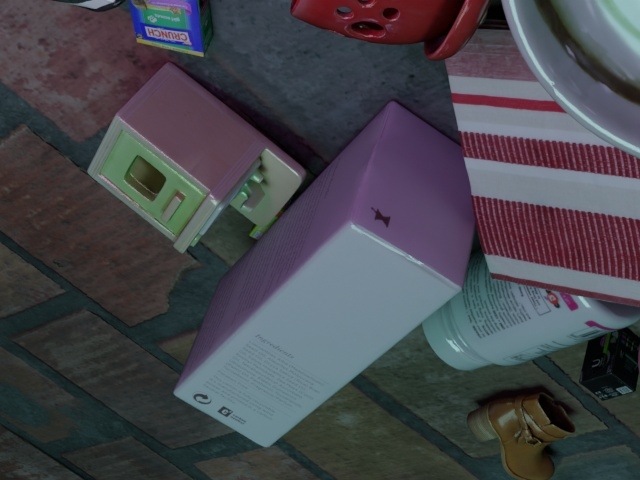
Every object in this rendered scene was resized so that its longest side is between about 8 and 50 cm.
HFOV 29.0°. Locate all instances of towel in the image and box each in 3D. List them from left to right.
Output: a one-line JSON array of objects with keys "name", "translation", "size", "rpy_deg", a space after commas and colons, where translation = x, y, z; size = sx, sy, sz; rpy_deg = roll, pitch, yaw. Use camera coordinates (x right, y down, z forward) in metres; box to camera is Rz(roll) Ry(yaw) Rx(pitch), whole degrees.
[{"name": "towel", "translation": [0.260, -0.085, 1.345], "size": [0.237, 0.037, 0.329], "rpy_deg": [11, 127, 40]}]

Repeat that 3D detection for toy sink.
[{"name": "toy sink", "translation": [-0.164, -0.085, 1.608], "size": [0.234, 0.131, 0.153], "rpy_deg": [39, 144, -4]}]

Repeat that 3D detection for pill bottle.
[{"name": "pill bottle", "translation": [0.269, 0.069, 1.587], "size": [0.160, 0.160, 0.283], "rpy_deg": [37, 142, -20]}]

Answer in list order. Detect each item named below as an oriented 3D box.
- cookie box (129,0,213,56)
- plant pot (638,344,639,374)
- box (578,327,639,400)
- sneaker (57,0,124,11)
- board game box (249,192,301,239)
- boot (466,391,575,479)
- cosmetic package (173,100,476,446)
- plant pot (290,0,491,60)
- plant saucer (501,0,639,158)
[{"name": "cookie box", "translation": [-0.179, -0.278, 1.473], "size": [0.092, 0.040, 0.107], "rpy_deg": [13, 145, 12]}, {"name": "plant pot", "translation": [0.510, 0.147, 1.549], "size": [0.180, 0.201, 0.201], "rpy_deg": [16, 148, 38]}, {"name": "box", "translation": [0.404, 0.169, 1.714], "size": [0.052, 0.083, 0.062], "rpy_deg": [36, 143, -22]}, {"name": "sneaker", "translation": [-0.264, -0.398, 1.290], "size": [0.257, 0.169, 0.447], "rpy_deg": [25, 154, -19]}, {"name": "board game box", "translation": [0.000, 0.000, 1.746], "size": [0.181, 0.043, 0.092], "rpy_deg": [29, 145, -9]}, {"name": "boot", "translation": [0.346, 0.315, 1.957], "size": [0.197, 0.073, 0.152], "rpy_deg": [37, 139, -25]}, {"name": "cosmetic package", "translation": [0.006, 0.056, 1.595], "size": [0.161, 0.230, 0.453], "rpy_deg": [32, 135, -13]}, {"name": "plant pot", "translation": [0.081, -0.281, 1.205], "size": [0.174, 0.191, 0.191], "rpy_deg": [18, 146, -10]}, {"name": "plant saucer", "translation": [0.359, -0.244, 1.079], "size": [0.400, 0.100, 0.400], "rpy_deg": [16, 133, 18]}]
